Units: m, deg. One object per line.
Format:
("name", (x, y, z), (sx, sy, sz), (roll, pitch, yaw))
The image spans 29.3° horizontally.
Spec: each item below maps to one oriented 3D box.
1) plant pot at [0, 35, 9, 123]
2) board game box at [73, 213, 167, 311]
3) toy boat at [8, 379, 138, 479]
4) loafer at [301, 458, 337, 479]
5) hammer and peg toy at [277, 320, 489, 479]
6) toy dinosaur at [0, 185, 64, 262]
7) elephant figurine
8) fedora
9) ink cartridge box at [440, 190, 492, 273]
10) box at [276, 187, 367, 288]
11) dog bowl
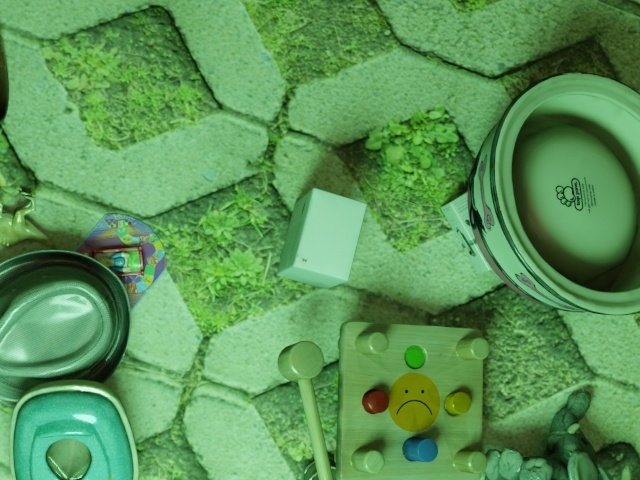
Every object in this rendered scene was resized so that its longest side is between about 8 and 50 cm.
("plant pot", (-0.619, -0.264, 1.858), (0.230, 0.215, 0.215), (-9, 85, 2))
("board game box", (-0.327, 0.040, 1.955), (0.133, 0.033, 0.168), (40, 78, -4))
("toy boat", (-0.431, 0.344, 1.817), (0.318, 0.148, 0.267), (-6, 115, -1))
("loafer", (0.052, 0.464, 1.954), (0.094, 0.087, 0.251), (-28, 90, -13))
("hammer and peg toy", (0.095, 0.263, 1.940), (0.361, 0.127, 0.266), (4, 83, -23))
("toy dinosaur", (-0.477, -0.031, 1.933), (0.183, 0.053, 0.092), (18, 96, -4))
("elephant figurine", (0.396, 0.381, 2.008), (0.239, 0.169, 0.186), (-13, 118, -34))
("fedora", (-0.421, 0.139, 1.858), (0.275, 0.124, 0.243), (-19, 95, -9))
("ink cartridge box", (0.283, -0.025, 2.075), (0.099, 0.056, 0.135), (-31, 90, -14))
("box", (0.000, 0.000, 1.956), (0.091, 0.170, 0.130), (16, 81, -9))
("dog bowl", (0.422, -0.063, 2.023), (0.408, 0.150, 0.408), (6, 74, -23))
